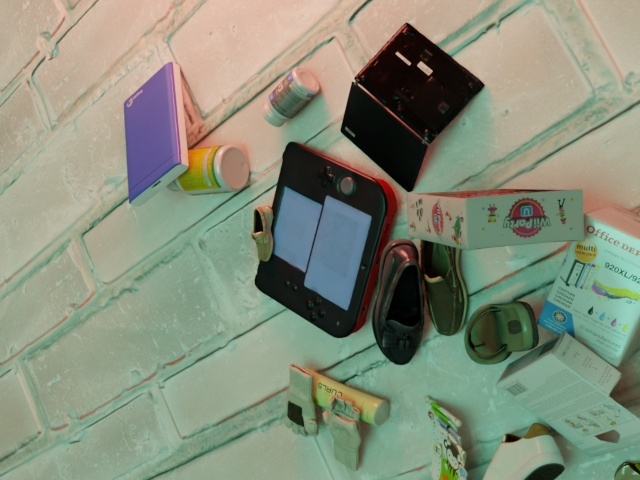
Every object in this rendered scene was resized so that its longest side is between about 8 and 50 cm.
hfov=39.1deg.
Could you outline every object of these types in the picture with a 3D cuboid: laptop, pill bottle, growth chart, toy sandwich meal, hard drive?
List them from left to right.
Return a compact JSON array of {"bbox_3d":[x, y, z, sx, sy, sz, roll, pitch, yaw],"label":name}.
[{"bbox_3d":[-0.422,-0.271,2.290,0.210,0.040,0.318,-32,54,34],"label":"hard drive"},{"bbox_3d":[-0.291,-0.172,2.242,0.209,0.118,0.117,-3,95,36],"label":"pill bottle"},{"bbox_3d":[-0.073,-0.330,2.087,0.137,0.078,0.078,-41,73,32],"label":"pill bottle"},{"bbox_3d":[0.190,-0.285,1.946,0.264,0.136,0.234,-47,68,3],"label":"laptop"},{"bbox_3d":[0.273,0.472,1.948,0.172,0.021,0.237,-162,69,-67],"label":"growth chart"},{"bbox_3d":[0.612,0.466,1.743,0.086,0.029,0.085,6,100,35],"label":"toy sandwich meal"}]

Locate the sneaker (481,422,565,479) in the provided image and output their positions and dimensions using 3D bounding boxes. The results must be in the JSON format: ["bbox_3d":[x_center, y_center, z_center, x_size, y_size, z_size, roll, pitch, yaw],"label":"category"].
[{"bbox_3d":[0.395,0.481,1.880,0.290,0.106,0.123,-51,35,37],"label":"sneaker"}]

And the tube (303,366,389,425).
[{"bbox_3d":[0.048,0.373,2.119,0.240,0.062,0.070,15,70,39],"label":"tube"}]

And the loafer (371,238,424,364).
[{"bbox_3d":[0.171,0.148,1.921,0.095,0.109,0.302,-115,21,-61],"label":"loafer"}]

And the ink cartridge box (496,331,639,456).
[{"bbox_3d":[0.488,0.297,1.702,0.239,0.060,0.275,36,157,3],"label":"ink cartridge box"}]

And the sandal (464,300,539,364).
[{"bbox_3d":[0.338,0.183,1.789,0.303,0.086,0.120,121,132,-72],"label":"sandal"}]

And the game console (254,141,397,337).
[{"bbox_3d":[0.000,0.000,2.085,0.342,0.060,0.386,27,111,33],"label":"game console"}]

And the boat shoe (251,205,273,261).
[{"bbox_3d":[-0.144,-0.016,2.163,0.050,0.045,0.135,4,96,45],"label":"boat shoe"}]

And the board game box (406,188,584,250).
[{"bbox_3d":[0.315,-0.045,1.676,0.303,0.224,0.097,-161,68,-75],"label":"board game box"}]

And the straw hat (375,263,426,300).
[{"bbox_3d":[0.163,0.105,1.993,0.145,0.061,0.144,6,100,34],"label":"straw hat"}]

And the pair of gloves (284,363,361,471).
[{"bbox_3d":[0.003,0.423,2.128,0.240,0.042,0.204,31,134,32],"label":"pair of gloves"}]

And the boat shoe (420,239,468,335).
[{"bbox_3d":[0.248,0.081,1.906,0.095,0.095,0.257,-3,95,36],"label":"boat shoe"}]

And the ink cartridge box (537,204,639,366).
[{"bbox_3d":[0.541,0.076,1.651,0.171,0.168,0.232,30,113,29],"label":"ink cartridge box"}]
